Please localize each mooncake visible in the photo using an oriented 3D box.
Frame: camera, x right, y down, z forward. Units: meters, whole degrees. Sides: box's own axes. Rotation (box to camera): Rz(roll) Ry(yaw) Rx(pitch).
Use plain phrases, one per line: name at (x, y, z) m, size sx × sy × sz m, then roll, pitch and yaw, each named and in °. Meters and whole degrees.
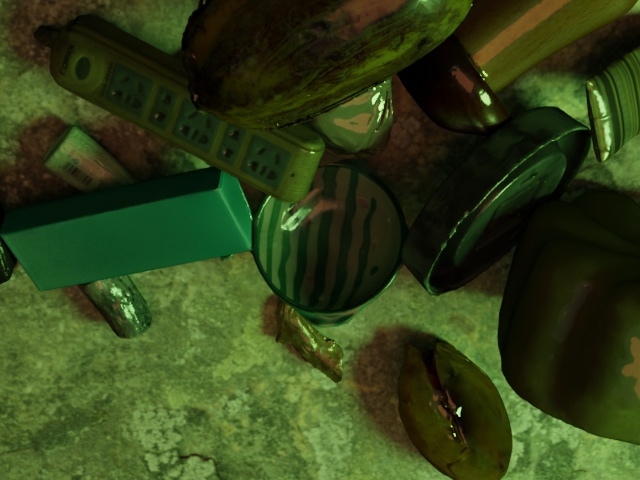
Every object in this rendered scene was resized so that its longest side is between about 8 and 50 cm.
mooncake at (0.408, 0.087, 1.787) m, size 0.378 × 0.378 × 0.201 m, roll 6°, pitch 115°, yaw -5°

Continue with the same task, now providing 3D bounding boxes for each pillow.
pillow at (0.388, -0.187, 1.773) m, size 0.203 × 0.038 × 0.113 m, roll -34°, pitch 122°, yaw -35°

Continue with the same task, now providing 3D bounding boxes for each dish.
dish at (0.000, 0.000, 1.861) m, size 0.246 × 0.078 × 0.224 m, roll 6°, pitch 83°, yaw 9°

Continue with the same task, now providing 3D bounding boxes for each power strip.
power strip at (-0.178, -0.166, 1.742) m, size 0.387 × 0.066 × 0.092 m, roll 28°, pitch 121°, yaw 9°

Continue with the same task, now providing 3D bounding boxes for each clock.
clock at (0.214, -0.049, 1.777) m, size 0.055 × 0.280 × 0.280 m, roll 46°, pitch 110°, yaw 19°

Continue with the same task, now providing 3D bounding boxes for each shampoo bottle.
shampoo bottle at (-0.259, -0.067, 1.857) m, size 0.190 × 0.041 × 0.069 m, roll 37°, pitch 107°, yaw -18°

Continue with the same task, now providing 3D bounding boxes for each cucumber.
cucumber at (-0.268, 0.077, 1.920) m, size 0.064 × 0.064 × 0.112 m, roll -29°, pitch 116°, yaw 11°

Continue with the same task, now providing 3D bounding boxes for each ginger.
ginger at (-0.016, 0.134, 1.967) m, size 0.057 × 0.044 × 0.137 m, roll -27°, pitch 111°, yaw 43°

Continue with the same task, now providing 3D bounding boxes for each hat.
hat at (-0.039, -0.165, 1.756) m, size 0.244 × 0.149 × 0.214 m, roll -23°, pitch 104°, yaw -5°

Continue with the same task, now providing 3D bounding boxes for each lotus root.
lotus root at (0.018, -0.262, 1.599) m, size 0.397 × 0.179 × 0.196 m, roll -26°, pitch 72°, yaw 15°

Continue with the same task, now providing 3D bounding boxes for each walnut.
walnut at (0.180, 0.237, 1.978) m, size 0.137 × 0.137 × 0.245 m, roll -30°, pitch 113°, yaw 11°

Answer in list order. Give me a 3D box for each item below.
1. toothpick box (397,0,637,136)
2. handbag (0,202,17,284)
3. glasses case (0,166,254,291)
toothpick box at (0.225, -0.256, 1.711) m, size 0.294 × 0.192 × 0.192 m, roll -38°, pitch 112°, yaw 10°
handbag at (-0.515, -0.041, 1.844) m, size 0.223 × 0.080 × 0.247 m, roll -9°, pitch 117°, yaw 10°
glasses case at (-0.240, -0.018, 1.827) m, size 0.301 × 0.070 × 0.117 m, roll -11°, pitch 132°, yaw 15°
